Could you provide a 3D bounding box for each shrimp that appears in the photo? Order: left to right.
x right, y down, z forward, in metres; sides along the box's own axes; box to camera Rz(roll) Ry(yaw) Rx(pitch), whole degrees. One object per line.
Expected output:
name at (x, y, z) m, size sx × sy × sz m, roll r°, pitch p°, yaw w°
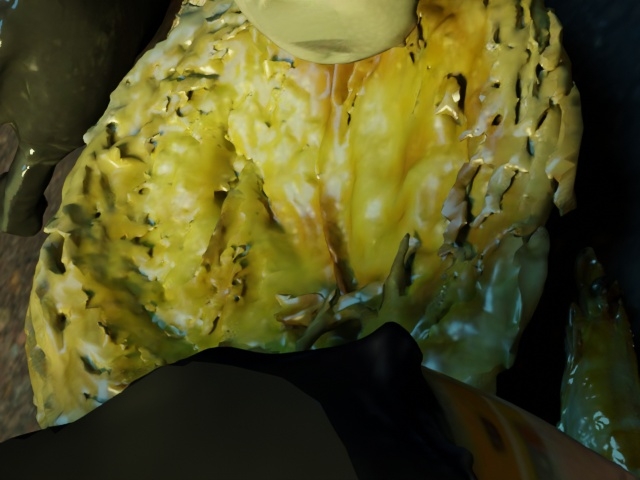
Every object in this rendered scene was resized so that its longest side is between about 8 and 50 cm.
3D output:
shrimp at (0.072, 0.064, 0.565) m, size 0.091 × 0.025 × 0.127 m, roll -23°, pitch 51°, yaw 45°

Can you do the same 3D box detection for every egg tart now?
egg tart at (0.000, 0.000, 0.650) m, size 0.231 × 0.098 × 0.252 m, roll -31°, pitch 43°, yaw 15°

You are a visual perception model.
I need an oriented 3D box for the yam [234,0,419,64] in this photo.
yam at (0.013, -0.196, 0.706) m, size 0.081 × 0.081 × 0.357 m, roll -37°, pitch 29°, yaw 32°

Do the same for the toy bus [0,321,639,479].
toy bus at (-0.053, 0.152, 0.534) m, size 0.386 × 0.162 × 0.171 m, roll -25°, pitch 56°, yaw 43°

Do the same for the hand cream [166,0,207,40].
hand cream at (-0.035, -0.091, 0.794) m, size 0.203 × 0.084 × 0.084 m, roll -57°, pitch 32°, yaw 18°

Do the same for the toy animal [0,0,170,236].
toy animal at (-0.105, -0.169, 0.880) m, size 0.343 × 0.106 × 0.168 m, roll -67°, pitch 7°, yaw -32°
